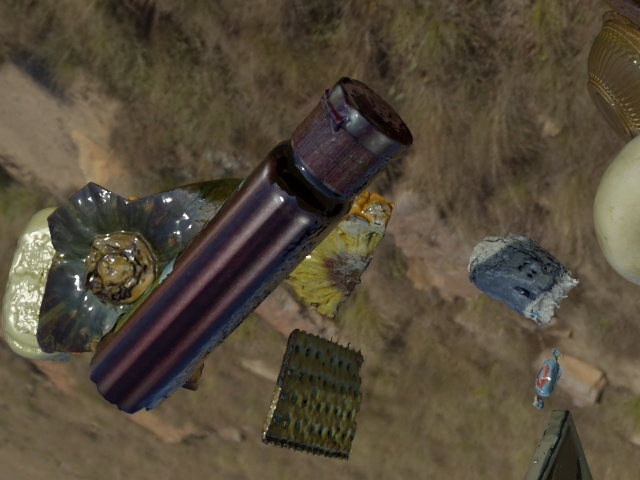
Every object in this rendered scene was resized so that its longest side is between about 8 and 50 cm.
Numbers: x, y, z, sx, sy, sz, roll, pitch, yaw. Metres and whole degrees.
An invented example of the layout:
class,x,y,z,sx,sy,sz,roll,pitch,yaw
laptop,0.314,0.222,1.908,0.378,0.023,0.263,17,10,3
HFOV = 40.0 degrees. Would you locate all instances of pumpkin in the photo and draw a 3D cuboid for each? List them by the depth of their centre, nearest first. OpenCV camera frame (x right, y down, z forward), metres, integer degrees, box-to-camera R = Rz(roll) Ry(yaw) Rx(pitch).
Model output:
class,x,y,z,sx,sy,sz,roll,pitch,yaw
pumpkin,-0.244,0.037,1.164,0.258,0.290,0.095,12,-176,12

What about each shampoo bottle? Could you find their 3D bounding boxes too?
class,x,y,z,sx,sy,sz,roll,pitch,yaw
shampoo bottle,-0.061,0.008,0.713,0.084,0.129,0.323,44,116,0

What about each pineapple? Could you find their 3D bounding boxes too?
class,x,y,z,sx,sy,sz,roll,pitch,yaw
pineapple,0.000,0.001,1.123,0.135,0.079,0.233,20,140,-2

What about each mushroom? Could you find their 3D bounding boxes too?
class,x,y,z,sx,sy,sz,roll,pitch,yaw
mushroom,0.501,-0.037,1.213,0.246,0.246,0.202,45,-166,-32

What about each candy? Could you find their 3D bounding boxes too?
class,x,y,z,sx,sy,sz,roll,pitch,yaw
candy,0.300,0.184,1.157,0.030,0.083,0.020,41,156,-32

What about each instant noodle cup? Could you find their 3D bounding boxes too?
class,x,y,z,sx,sy,sz,roll,pitch,yaw
instant noodle cup,0.486,-0.221,1.366,0.274,0.090,0.274,52,-170,-13

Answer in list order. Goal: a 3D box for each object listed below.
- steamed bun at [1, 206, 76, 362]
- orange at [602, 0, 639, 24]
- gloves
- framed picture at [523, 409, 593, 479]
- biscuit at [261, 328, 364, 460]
class,x,y,z,sx,sy,sz,roll,pitch,yaw
steamed bun,-0.426,0.075,1.508,0.166,0.273,0.232,10,169,0
orange,0.571,-0.507,1.450,0.340,0.341,0.293,38,137,-20
gloves,0.294,0.046,1.288,0.153,0.114,0.070,34,171,20
framed picture,0.229,0.366,0.872,0.022,0.335,0.247,-9,112,35
biscuit,0.002,0.186,1.053,0.016,0.144,0.203,9,169,33
